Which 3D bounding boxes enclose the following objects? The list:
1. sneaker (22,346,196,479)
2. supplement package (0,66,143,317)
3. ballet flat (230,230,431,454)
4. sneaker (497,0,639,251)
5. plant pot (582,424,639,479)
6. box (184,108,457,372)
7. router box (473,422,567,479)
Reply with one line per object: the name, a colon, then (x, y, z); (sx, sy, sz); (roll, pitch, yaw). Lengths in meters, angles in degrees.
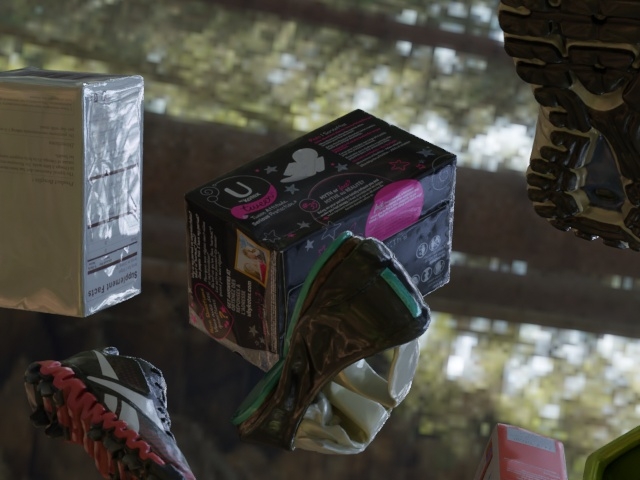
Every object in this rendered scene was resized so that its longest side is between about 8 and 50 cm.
sneaker: (-0.200, 0.197, 1.923); (0.276, 0.135, 0.097); (35, -42, 40)
supplement package: (-0.207, -0.040, 1.404); (0.105, 0.105, 0.179); (-27, 121, -67)
ballet flat: (0.007, 0.096, 1.238); (0.095, 0.096, 0.280); (-48, 173, -28)
sneaker: (0.189, -0.139, 1.106); (0.330, 0.130, 0.147); (83, 26, -57)
plant pot: (0.377, 0.275, 1.588); (0.227, 0.207, 0.228); (-31, -164, 24)
box: (0.000, 0.000, 1.770); (0.142, 0.247, 0.163); (31, -46, 36)
router box: (0.175, 0.414, 1.945); (0.301, 0.082, 0.335); (-78, -173, -69)
